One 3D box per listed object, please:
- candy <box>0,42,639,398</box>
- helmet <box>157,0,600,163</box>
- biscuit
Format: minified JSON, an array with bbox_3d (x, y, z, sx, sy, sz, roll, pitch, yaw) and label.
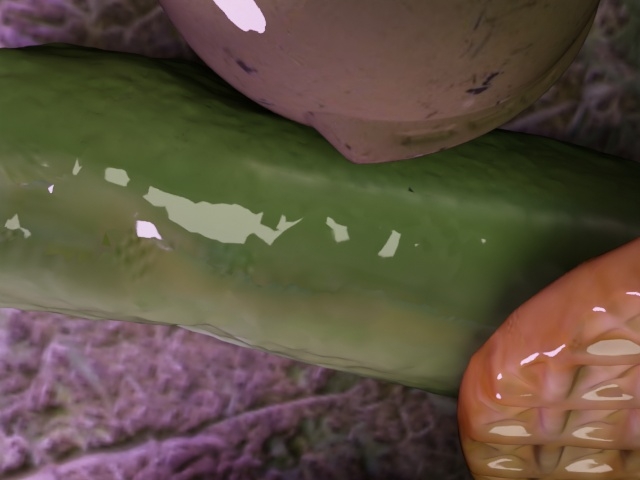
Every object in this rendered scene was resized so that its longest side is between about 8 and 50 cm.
[{"bbox_3d":[0.000,0.000,0.604,0.343,0.142,0.132,11,118,-13],"label":"candy"},{"bbox_3d":[0.023,-0.099,0.517,0.257,0.204,0.137,-26,105,-34],"label":"helmet"},{"bbox_3d":[0.183,0.046,0.539,0.308,0.040,0.204,-24,141,25],"label":"biscuit"}]
